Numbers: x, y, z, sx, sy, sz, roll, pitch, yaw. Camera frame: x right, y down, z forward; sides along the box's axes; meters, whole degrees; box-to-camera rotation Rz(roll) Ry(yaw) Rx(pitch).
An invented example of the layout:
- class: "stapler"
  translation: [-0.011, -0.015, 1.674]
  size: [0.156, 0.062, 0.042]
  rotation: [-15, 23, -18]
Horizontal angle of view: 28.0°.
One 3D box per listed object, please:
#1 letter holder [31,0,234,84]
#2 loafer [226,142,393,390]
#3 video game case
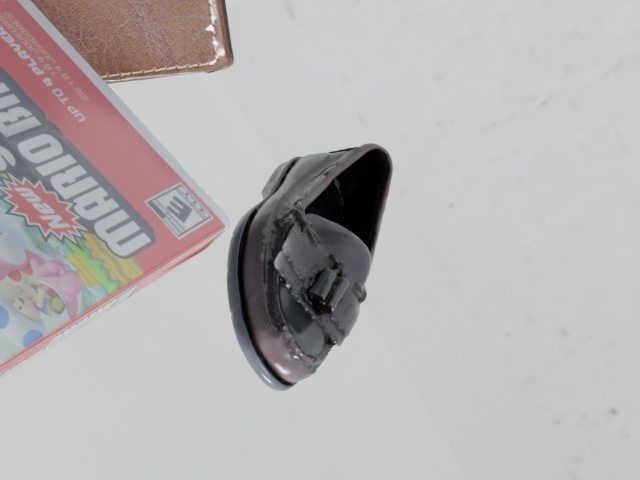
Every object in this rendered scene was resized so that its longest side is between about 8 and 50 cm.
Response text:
- class: "letter holder"
  translation: [-0.175, -0.243, 0.692]
  size: [0.214, 0.301, 0.152]
  rotation: [-8, -154, -5]
- class: "loafer"
  translation: [0.000, 0.000, 1.011]
  size: [0.095, 0.109, 0.302]
  rotation: [-26, -158, 19]
- class: "video game case"
  translation: [-0.172, -0.036, 0.519]
  size: [0.025, 0.204, 0.285]
  rotation: [-44, 177, 29]
